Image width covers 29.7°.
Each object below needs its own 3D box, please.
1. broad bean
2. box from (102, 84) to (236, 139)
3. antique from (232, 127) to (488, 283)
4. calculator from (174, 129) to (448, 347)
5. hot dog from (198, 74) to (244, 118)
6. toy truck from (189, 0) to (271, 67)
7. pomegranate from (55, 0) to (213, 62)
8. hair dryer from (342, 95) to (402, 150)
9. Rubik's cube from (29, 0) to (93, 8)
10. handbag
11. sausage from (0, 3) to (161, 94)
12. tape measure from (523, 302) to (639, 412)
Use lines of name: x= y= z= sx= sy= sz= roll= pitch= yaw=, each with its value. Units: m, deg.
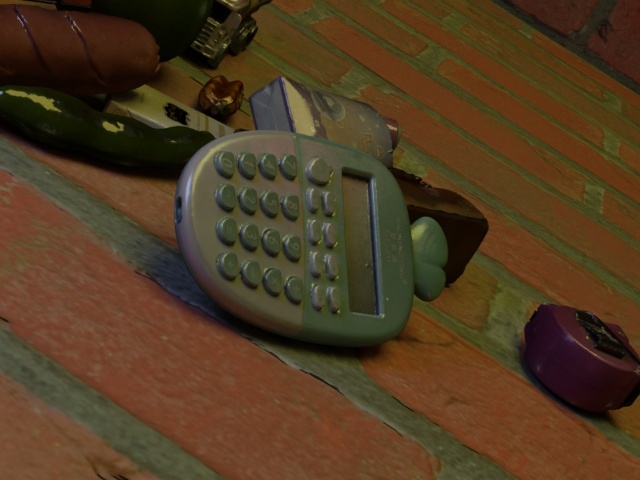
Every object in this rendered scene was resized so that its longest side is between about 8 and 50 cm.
broad bean: x=-0.190 y=-0.097 z=1.104 sx=0.254 sy=0.046 sz=0.065 roll=10 pitch=46 yaw=-41
box: x=-0.141 y=-0.115 z=1.238 sx=0.167 sy=0.024 sz=0.090 roll=25 pitch=22 yaw=-16
antique: x=0.034 y=-0.027 z=1.203 sx=0.310 sy=0.087 sz=0.093 roll=9 pitch=30 yaw=-43
calculator: x=0.000 y=0.000 z=1.039 sx=0.295 sy=0.042 sz=0.184 roll=12 pitch=67 yaw=-39
hot dog: x=-0.112 y=-0.161 z=1.369 sx=0.049 sy=0.037 sz=0.122 roll=19 pitch=17 yaw=-1
toy truck: x=-0.127 y=-0.307 z=1.550 sx=0.098 sy=0.114 sz=0.227 roll=32 pitch=22 yaw=0
pomegranate: x=-0.189 y=-0.306 z=1.319 sx=0.181 sy=0.224 sz=0.181 roll=26 pitch=14 yaw=-7
hair dryer: x=0.039 y=-0.158 z=1.561 sx=0.106 sy=0.054 sz=0.154 roll=21 pitch=13 yaw=-14
Rubik's cube: x=-0.305 y=-0.307 z=1.125 sx=0.155 sy=0.151 sz=0.154 roll=-2 pitch=17 yaw=-40
handbag: x=0.005 y=-0.104 z=1.322 sx=0.173 sy=0.095 sz=0.117 roll=7 pitch=65 yaw=-46
sausage: x=-0.301 y=-0.169 z=1.048 sx=0.088 sy=0.088 sz=0.433 roll=43 pitch=26 yaw=26
tape measure: x=0.265 y=0.114 z=1.223 sx=0.118 sy=0.074 sz=0.125 roll=21 pitch=22 yaw=-24
